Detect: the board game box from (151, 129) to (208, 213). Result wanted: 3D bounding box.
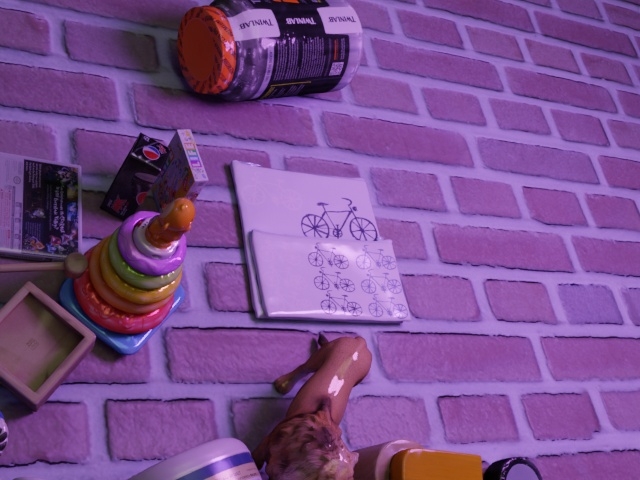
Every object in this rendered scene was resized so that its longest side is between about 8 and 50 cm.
[{"bbox_3d":[-0.246,-0.104,1.565,0.026,0.154,0.103,-6,63,-34],"label":"board game box"}]

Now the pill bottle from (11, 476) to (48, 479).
[{"bbox_3d":[-0.385,0.402,1.177,0.094,0.094,0.169,23,50,-17],"label":"pill bottle"}]

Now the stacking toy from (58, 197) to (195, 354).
[{"bbox_3d":[-0.261,0.023,1.369,0.166,0.302,0.175,41,48,-2],"label":"stacking toy"}]

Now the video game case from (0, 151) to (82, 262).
[{"bbox_3d":[-0.474,-0.054,1.478,0.173,0.022,0.190,8,55,-27],"label":"video game case"}]

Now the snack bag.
[{"bbox_3d":[0.000,0.000,1.731,0.323,0.037,0.342,5,57,-29],"label":"snack bag"}]

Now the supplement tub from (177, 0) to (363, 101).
[{"bbox_3d":[-0.099,-0.386,1.813,0.338,0.207,0.207,-13,68,-38],"label":"supplement tub"}]

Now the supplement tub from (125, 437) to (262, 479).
[{"bbox_3d":[-0.140,0.448,1.208,0.228,0.228,0.316,-14,68,-38],"label":"supplement tub"}]

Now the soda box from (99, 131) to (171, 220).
[{"bbox_3d":[-0.308,-0.101,1.514,0.060,0.169,0.053,29,50,-13],"label":"soda box"}]

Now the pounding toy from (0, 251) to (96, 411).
[{"bbox_3d":[-0.414,0.110,1.330,0.181,0.094,0.206,39,65,-1],"label":"pounding toy"}]

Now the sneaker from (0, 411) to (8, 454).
[{"bbox_3d":[-0.580,0.244,1.160,0.330,0.129,0.147,-5,43,-30],"label":"sneaker"}]

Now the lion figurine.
[{"bbox_3d":[0.003,0.255,1.422,0.142,0.240,0.392,28,48,-13],"label":"lion figurine"}]

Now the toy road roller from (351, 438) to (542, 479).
[{"bbox_3d":[0.189,0.459,1.437,0.330,0.202,0.240,16,64,-25],"label":"toy road roller"}]
